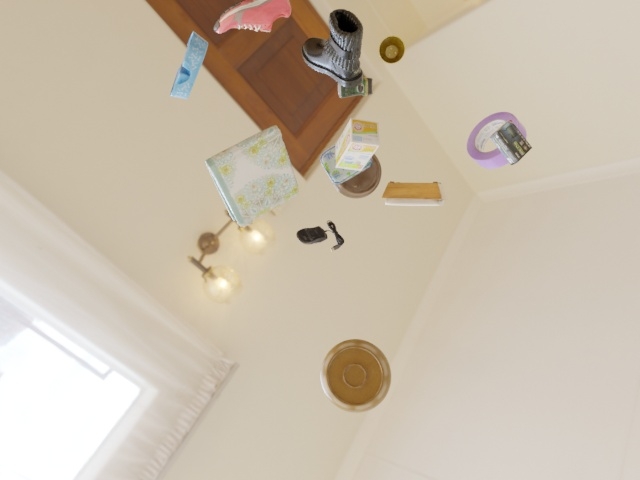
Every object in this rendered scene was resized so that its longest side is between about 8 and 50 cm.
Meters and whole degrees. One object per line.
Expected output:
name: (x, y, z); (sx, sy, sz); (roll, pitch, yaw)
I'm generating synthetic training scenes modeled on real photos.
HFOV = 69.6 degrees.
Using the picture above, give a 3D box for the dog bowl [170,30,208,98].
dog bowl: (-0.561, -0.737, 1.968); (0.297, 0.074, 0.166); (-54, -150, 34)

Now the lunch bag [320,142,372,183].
lunch bag: (0.120, -0.378, 2.135); (0.219, 0.176, 0.090); (-31, 180, 11)

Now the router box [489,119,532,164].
router box: (0.625, -0.322, 1.511); (0.092, 0.122, 0.038); (-40, -178, -27)

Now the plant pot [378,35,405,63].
plant pot: (0.372, -0.991, 2.408); (0.134, 0.134, 0.095); (-37, -172, 15)

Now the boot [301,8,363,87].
boot: (0.043, -0.790, 1.820); (0.131, 0.260, 0.348); (-43, -117, -16)

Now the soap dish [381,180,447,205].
soap dish: (0.472, -0.233, 2.293); (0.291, 0.118, 0.229); (4, -174, 22)

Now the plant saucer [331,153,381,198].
plant saucer: (0.189, -0.359, 2.406); (0.278, 0.278, 0.041); (-45, -172, -4)

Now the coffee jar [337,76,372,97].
coffee jar: (0.187, -0.813, 2.445); (0.184, 0.096, 0.079); (-7, -155, -8)

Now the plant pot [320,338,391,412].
plant pot: (0.114, 0.444, 1.517); (0.236, 0.236, 0.032); (-46, 164, -6)

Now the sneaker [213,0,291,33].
sneaker: (-0.249, -0.841, 1.738); (0.314, 0.136, 0.116); (-29, -158, -2)

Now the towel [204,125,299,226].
towel: (-0.270, -0.258, 1.918); (0.320, 0.374, 0.090); (-33, -130, -13)

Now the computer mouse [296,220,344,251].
computer mouse: (0.000, 0.000, 2.511); (0.262, 0.184, 0.060); (-19, 153, -33)

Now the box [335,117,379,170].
box: (0.137, -0.362, 1.756); (0.203, 0.114, 0.103); (130, -37, -65)

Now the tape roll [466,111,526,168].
tape roll: (0.875, -0.500, 2.300); (0.275, 0.090, 0.275); (-32, -137, 36)
